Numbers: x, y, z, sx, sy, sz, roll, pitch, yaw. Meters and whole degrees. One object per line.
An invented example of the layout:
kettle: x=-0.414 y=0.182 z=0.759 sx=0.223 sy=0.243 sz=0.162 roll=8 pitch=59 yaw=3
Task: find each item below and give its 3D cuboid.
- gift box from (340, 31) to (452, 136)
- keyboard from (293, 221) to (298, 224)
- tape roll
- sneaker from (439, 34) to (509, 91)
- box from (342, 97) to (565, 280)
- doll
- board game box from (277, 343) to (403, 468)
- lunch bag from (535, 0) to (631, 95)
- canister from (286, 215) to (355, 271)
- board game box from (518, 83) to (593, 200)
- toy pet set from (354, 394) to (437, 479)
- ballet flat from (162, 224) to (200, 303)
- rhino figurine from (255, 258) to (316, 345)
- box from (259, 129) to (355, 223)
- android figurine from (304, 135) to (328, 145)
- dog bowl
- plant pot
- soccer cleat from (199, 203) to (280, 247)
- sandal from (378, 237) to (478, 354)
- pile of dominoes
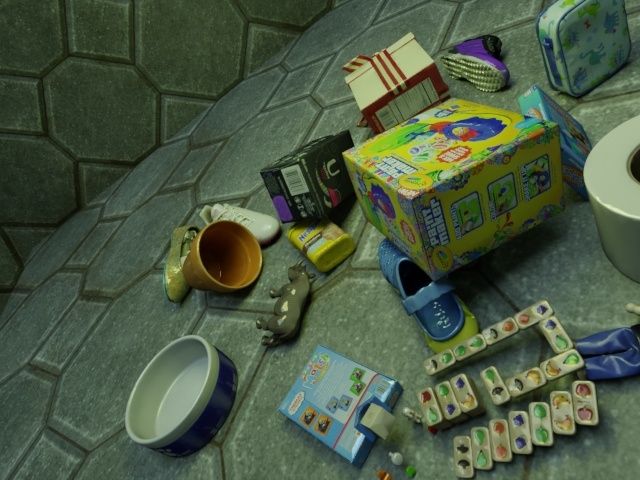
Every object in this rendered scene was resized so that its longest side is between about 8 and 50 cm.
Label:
gift box: x=0.210 y=-0.404 z=1.264 sx=0.276 sy=0.255 sz=0.258 roll=-25 pitch=40 yaw=14
keyboard: x=-0.093 y=-0.127 z=1.388 sx=0.108 sy=0.023 sz=0.180 roll=-37 pitch=57 yaw=13
tape roll: x=0.550 y=-0.067 z=0.667 sx=0.246 sy=0.169 sz=0.246 roll=-24 pitch=39 yaw=21
sneaker: x=0.476 y=-0.535 z=1.287 sx=0.146 sy=0.102 sz=0.293 roll=-36 pitch=36 yaw=5
box: x=0.239 y=-0.115 z=0.847 sx=0.279 sy=0.177 sz=0.290 roll=-28 pitch=31 yaw=-7
doll: x=0.460 y=0.147 z=0.628 sx=0.189 sy=0.046 sz=0.129 roll=-20 pitch=42 yaw=27
board game box: x=0.032 y=0.307 z=0.854 sx=0.211 sy=0.039 sz=0.160 roll=13 pitch=61 yaw=47
lunch bag: x=0.588 y=-0.452 z=0.997 sx=0.176 sy=0.219 sz=0.090 roll=-38 pitch=35 yaw=5
canister: x=0.000 y=0.000 z=1.172 sx=0.126 sy=0.073 sz=0.170 roll=-35 pitch=37 yaw=-10
board game box: x=0.478 y=-0.198 z=0.877 sx=0.047 sy=0.160 sz=0.210 roll=-42 pitch=27 yaw=42
toy pet set: x=0.110 y=0.325 z=0.734 sx=0.122 sy=0.114 sz=0.065 roll=-53 pitch=9 yaw=-19
ballet flat: x=-0.458 y=0.061 z=1.506 sx=0.123 sy=0.123 sz=0.348 roll=-31 pitch=37 yaw=13
rhino figurine: x=-0.075 y=0.143 z=1.097 sx=0.106 sy=0.073 sz=0.243 roll=-14 pitch=42 yaw=38
box: x=-0.010 y=-0.179 z=1.223 sx=0.143 sy=0.165 sz=0.270 roll=-7 pitch=23 yaw=38
android figurine: x=-0.034 y=-0.242 z=1.483 sx=0.248 sy=0.056 sz=0.273 roll=-15 pitch=41 yaw=31
dog bowl: x=-0.333 y=0.369 z=1.064 sx=0.265 sy=0.104 sz=0.265 roll=-24 pitch=39 yaw=21
plant pot: x=-0.308 y=0.066 z=1.305 sx=0.188 sy=0.205 sz=0.205 roll=-27 pitch=35 yaw=45
soccer cleat: x=-0.274 y=-0.056 z=1.426 sx=0.331 sy=0.143 sz=0.116 roll=3 pitch=54 yaw=44
sandal: x=0.192 y=0.073 z=0.876 sx=0.126 sy=0.138 sz=0.317 roll=-39 pitch=34 yaw=7
pile of dominoes: x=0.273 y=0.223 z=0.677 sx=0.251 sy=0.040 sz=0.196 roll=-36 pitch=43 yaw=22
